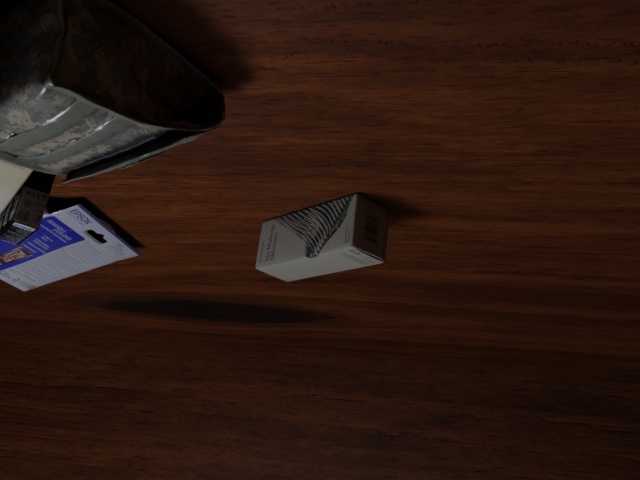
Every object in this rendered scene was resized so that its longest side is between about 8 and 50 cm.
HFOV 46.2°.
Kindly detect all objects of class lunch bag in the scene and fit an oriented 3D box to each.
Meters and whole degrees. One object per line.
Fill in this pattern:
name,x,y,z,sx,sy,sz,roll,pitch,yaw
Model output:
lunch bag,-0.296,-0.177,0.987,0.235,0.168,0.287,-12,161,34

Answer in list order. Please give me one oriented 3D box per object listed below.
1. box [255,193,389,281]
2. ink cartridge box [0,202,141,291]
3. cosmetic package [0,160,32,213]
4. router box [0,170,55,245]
box,0.000,0.000,1.449,0.094,0.113,0.275,24,153,-38
ink cartridge box,-0.608,0.003,1.677,0.307,0.072,0.303,-20,156,4
cosmetic package,-0.570,-0.124,1.206,0.160,0.113,0.309,20,143,-31
router box,-0.484,-0.092,1.255,0.046,0.178,0.133,22,157,-30
